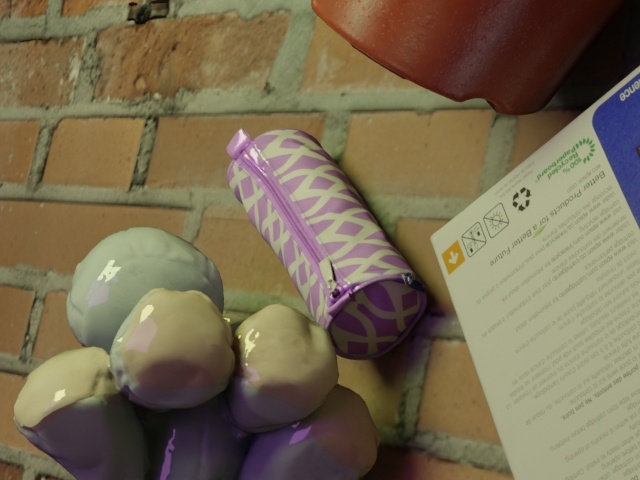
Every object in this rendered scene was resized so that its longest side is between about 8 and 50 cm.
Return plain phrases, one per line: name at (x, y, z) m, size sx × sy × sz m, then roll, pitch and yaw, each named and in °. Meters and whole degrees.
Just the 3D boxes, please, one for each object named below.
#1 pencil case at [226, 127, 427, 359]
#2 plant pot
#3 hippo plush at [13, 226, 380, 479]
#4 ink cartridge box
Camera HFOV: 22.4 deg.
pencil case at (0.000, 0.000, 1.201) m, size 0.086 × 0.088 × 0.206 m, roll -55°, pitch 42°, yaw 19°
plant pot at (0.124, -0.243, 1.036) m, size 0.265 × 0.272 × 0.272 m, roll -60°, pitch 41°, yaw 25°
hippo plush at (-0.083, 0.110, 1.202) m, size 0.234 × 0.294 × 0.236 m, roll -16°, pitch 33°, yaw 4°
ink cartridge box at (0.224, 0.041, 0.954) m, size 0.303 × 0.072 × 0.307 m, roll -40°, pitch 52°, yaw 31°
